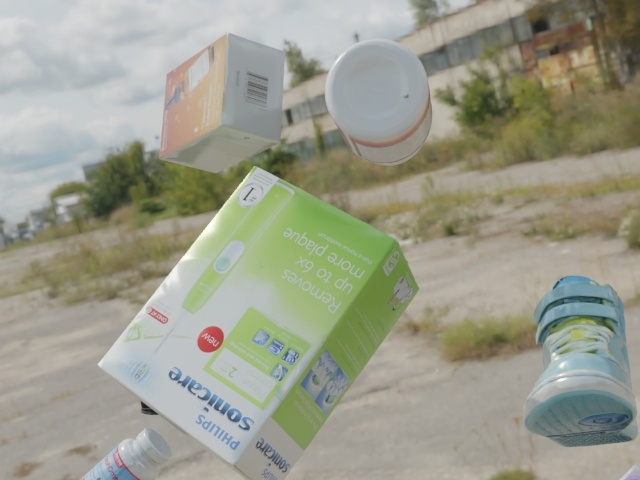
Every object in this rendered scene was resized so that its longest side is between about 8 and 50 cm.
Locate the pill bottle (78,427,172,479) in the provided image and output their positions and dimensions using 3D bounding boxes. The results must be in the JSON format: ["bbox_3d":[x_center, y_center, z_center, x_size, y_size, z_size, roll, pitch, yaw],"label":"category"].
[{"bbox_3d":[-0.332,0.395,1.677,0.160,0.087,0.087,-43,1,6],"label":"pill bottle"}]

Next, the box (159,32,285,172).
[{"bbox_3d":[-0.132,-0.177,1.306,0.091,0.130,0.170,12,-18,-34],"label":"box"}]

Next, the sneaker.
[{"bbox_3d":[0.298,0.123,1.157,0.127,0.208,0.319,-7,-20,15],"label":"sneaker"}]

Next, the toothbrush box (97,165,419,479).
[{"bbox_3d":[-0.062,0.092,1.068,0.206,0.283,0.122,29,-15,30],"label":"toothbrush box"}]

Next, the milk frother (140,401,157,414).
[{"bbox_3d":[-0.263,0.244,1.795,0.143,0.135,0.129,-6,8,-7],"label":"milk frother"}]

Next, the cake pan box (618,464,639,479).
[{"bbox_3d":[0.492,0.438,1.267,0.070,0.246,0.267,-37,42,-11],"label":"cake pan box"}]

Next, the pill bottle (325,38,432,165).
[{"bbox_3d":[0.077,-0.161,1.223,0.121,0.121,0.221,-13,-7,6],"label":"pill bottle"}]
